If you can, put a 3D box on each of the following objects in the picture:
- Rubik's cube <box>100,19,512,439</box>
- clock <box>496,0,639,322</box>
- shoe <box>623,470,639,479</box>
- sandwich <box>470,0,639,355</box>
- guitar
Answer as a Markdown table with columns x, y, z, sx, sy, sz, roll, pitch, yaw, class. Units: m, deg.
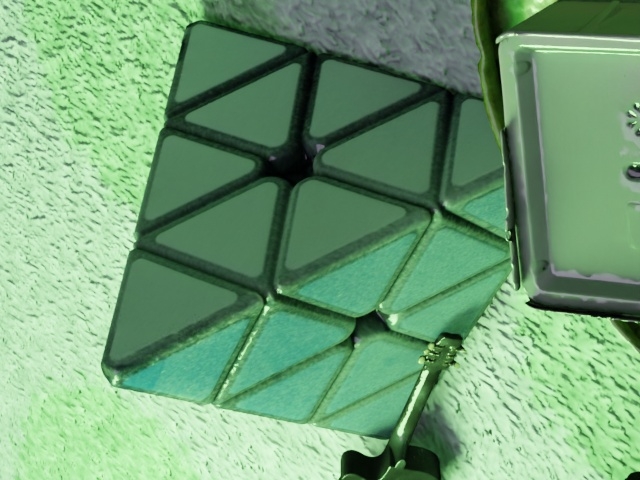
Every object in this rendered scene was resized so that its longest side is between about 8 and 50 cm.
| x | y | z | sx | sy | sz | roll | pitch | yaw | class |
| --- | --- | --- | --- | --- | --- | --- | --- | --- | --- |
| -0.001 | 0.001 | 1.182 | 0.233 | 0.229 | 0.228 | -159 | 88 | -79 | Rubik's cube |
| 0.184 | -0.037 | 0.884 | 0.192 | 0.071 | 0.147 | 5 | 115 | 30 | clock |
| 0.190 | 0.331 | 1.166 | 0.237 | 0.171 | 0.384 | 43 | 138 | 28 | shoe |
| 0.200 | -0.058 | 0.980 | 0.292 | 0.109 | 0.212 | 47 | 129 | 5 | sandwich |
| 0.053 | 0.140 | 1.260 | 0.088 | 0.025 | 0.233 | 10 | 134 | -11 | guitar |
